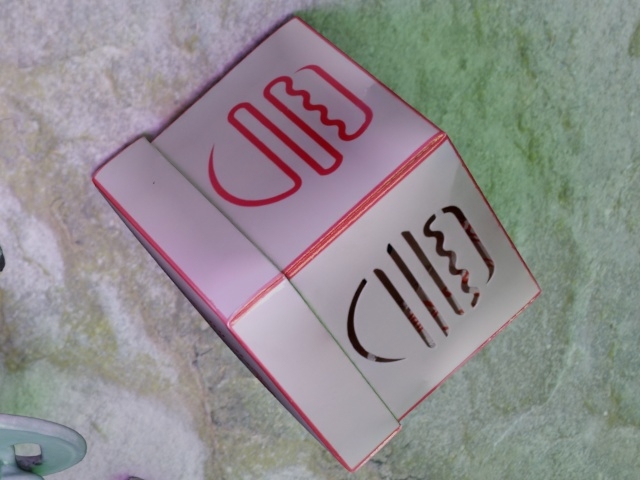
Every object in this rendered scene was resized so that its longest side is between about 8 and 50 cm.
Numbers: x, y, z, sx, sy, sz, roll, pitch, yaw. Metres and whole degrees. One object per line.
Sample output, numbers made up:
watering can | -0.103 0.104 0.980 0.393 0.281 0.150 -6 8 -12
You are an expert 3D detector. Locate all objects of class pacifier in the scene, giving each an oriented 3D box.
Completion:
pacifier | -0.412 0.173 1.923 0.343 0.269 0.288 3 158 -8

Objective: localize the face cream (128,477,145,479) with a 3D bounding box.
face cream | -0.255 0.400 2.275 0.096 0.096 0.214 28 102 -44

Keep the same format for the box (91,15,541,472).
box | 0.000 0.000 2.028 0.300 0.312 0.314 -42 136 -6

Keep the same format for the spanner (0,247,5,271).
spanner | -0.404 -0.051 1.913 0.071 0.017 0.302 -35 135 -10
